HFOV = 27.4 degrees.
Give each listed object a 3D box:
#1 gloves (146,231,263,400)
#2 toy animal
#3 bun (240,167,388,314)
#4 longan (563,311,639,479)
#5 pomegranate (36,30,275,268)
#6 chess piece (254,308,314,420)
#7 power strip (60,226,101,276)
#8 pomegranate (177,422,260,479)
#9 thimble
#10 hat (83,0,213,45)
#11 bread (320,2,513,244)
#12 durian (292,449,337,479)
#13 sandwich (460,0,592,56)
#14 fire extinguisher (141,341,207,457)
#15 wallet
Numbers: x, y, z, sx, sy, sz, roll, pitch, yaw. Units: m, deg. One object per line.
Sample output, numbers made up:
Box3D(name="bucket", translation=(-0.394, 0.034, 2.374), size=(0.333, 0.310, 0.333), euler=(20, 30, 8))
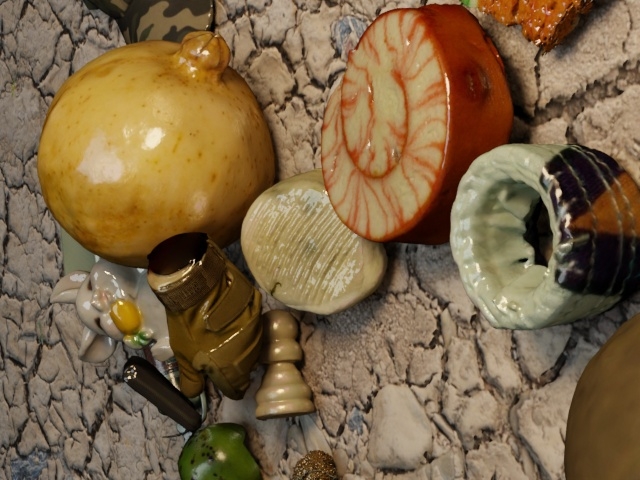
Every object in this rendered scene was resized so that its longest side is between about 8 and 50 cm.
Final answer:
Box3D(name="gloves", translation=(-0.158, 0.132, 1.983), size=(0.141, 0.154, 0.331), euler=(3, 138, 25))
Box3D(name="toy animal", translation=(-0.311, 0.112, 2.207), size=(0.325, 0.154, 0.208), euler=(-21, 96, 44))
Box3D(name="bun", translation=(0.000, 0.000, 1.937), size=(0.237, 0.116, 0.210), euler=(25, 109, 22))
Box3D(name="longan", translation=(0.425, 0.245, 1.204), size=(0.404, 0.404, 0.435), euler=(-24, 78, 49))
Box3D(name="pomegranate", translation=(-0.246, -0.155, 2.042), size=(0.410, 0.410, 0.410), euler=(6, 98, 51))
Box3D(name="chess piece", translation=(-0.067, 0.193, 2.061), size=(0.094, 0.094, 0.170), euler=(-22, 73, 50))
Box3D(name="power strip", translation=(-0.382, 0.029, 2.393), size=(0.139, 0.140, 0.224), euler=(-8, 87, 50))
Box3D(name="pomegranate", translation=(-0.171, 0.390, 2.175), size=(0.143, 0.122, 0.169), euler=(-20, 74, 36))
Box3D(name="thimble", translation=(0.270, 0.000, 1.579), size=(0.237, 0.150, 0.237), euler=(9, 101, 52))
Box3D(name="hat", translation=(-0.354, -0.444, 2.283), size=(0.366, 0.257, 0.381), euler=(-48, 38, 44))
Box3D(name="bread", translation=(0.124, -0.146, 1.739), size=(0.327, 0.114, 0.295), euler=(-56, 43, 43))
Box3D(name="durian", translation=(-0.008, 0.363, 2.020), size=(0.091, 0.080, 0.080), euler=(-77, 11, -58))
Box3D(name="sandwich", translation=(0.284, -0.335, 1.598), size=(0.159, 0.079, 0.235), euler=(56, 137, 18))
Box3D(name="fire extinguisher", translation=(-0.259, 0.226, 2.294), size=(0.118, 0.093, 0.294), euler=(-27, 71, 28))
Box3D(name="wallet", translation=(-0.247, 0.238, 2.049), size=(0.149, 0.044, 0.250), euler=(40, 173, -3))
